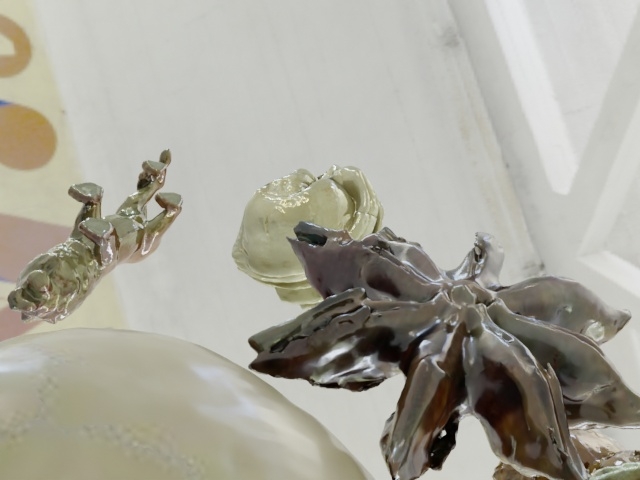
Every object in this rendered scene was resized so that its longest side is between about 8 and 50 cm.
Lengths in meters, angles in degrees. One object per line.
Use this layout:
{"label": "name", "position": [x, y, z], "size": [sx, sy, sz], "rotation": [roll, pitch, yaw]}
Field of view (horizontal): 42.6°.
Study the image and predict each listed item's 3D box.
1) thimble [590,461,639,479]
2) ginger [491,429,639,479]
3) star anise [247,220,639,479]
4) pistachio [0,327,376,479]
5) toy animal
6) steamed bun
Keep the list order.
{"label": "thimble", "position": [0.297, 0.304, 0.768], "size": [0.190, 0.137, 0.143], "rotation": [-21, -69, 29]}
{"label": "ginger", "position": [0.378, 0.334, 1.002], "size": [0.357, 0.274, 0.152], "rotation": [23, -95, 6]}
{"label": "star anise", "position": [0.087, 0.059, 0.532], "size": [0.288, 0.288, 0.088], "rotation": [43, -49, 35]}
{"label": "pistachio", "position": [-0.086, 0.159, 0.409], "size": [0.207, 0.332, 0.226], "rotation": [-34, -145, 22]}
{"label": "toy animal", "position": [-0.267, 0.002, 1.017], "size": [0.097, 0.312, 0.157], "rotation": [36, -63, 7]}
{"label": "steamed bun", "position": [-0.002, 0.002, 1.424], "size": [0.203, 0.276, 0.289], "rotation": [46, -18, 14]}
